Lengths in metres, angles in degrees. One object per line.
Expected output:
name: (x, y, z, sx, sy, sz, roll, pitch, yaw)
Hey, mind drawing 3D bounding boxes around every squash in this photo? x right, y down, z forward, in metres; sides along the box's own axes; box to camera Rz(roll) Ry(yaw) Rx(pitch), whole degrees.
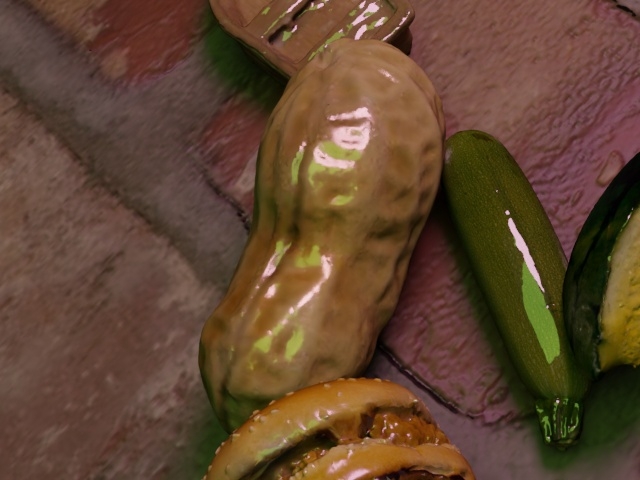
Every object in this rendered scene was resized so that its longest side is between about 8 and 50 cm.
squash: (0.145, 0.023, 0.952, 0.066, 0.066, 0.252, -22, 65, 5)

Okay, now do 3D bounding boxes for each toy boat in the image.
toy boat: (-0.017, -0.188, 1.085, 0.116, 0.061, 0.188, -45, 65, -5)

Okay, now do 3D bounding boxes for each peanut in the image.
peanut: (0.000, 0.000, 0.949, 0.147, 0.147, 0.305, 16, 83, 20)

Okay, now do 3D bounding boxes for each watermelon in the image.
watermelon: (0.277, -0.025, 0.906, 0.301, 0.123, 0.129, -27, 86, -14)

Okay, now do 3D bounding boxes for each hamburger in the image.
hamburger: (0.002, 0.176, 0.868, 0.191, 0.182, 0.118, -39, 48, 5)
